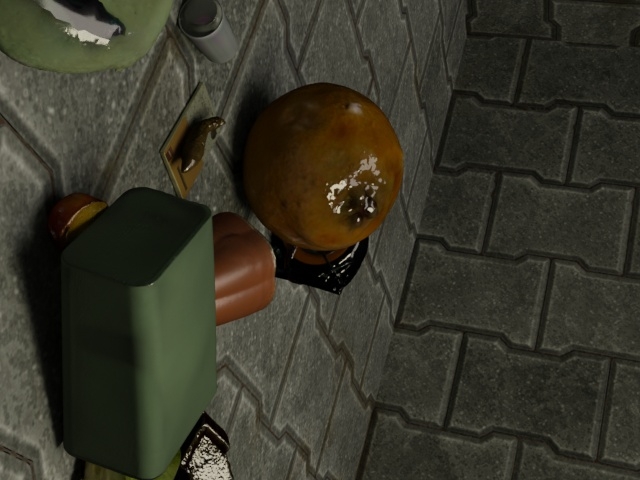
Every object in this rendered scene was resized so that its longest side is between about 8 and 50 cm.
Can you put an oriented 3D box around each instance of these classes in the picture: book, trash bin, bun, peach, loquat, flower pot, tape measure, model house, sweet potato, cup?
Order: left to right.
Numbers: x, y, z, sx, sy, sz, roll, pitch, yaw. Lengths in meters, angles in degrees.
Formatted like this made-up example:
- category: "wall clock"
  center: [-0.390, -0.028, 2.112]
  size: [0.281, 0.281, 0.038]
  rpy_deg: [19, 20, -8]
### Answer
- category: "bun"
  center: [-0.298, -0.309, 0.952]
  size: [0.293, 0.187, 0.293]
  rpy_deg: [16, 70, -50]
- category: "peach"
  center: [-0.324, -0.021, 1.190]
  size: [0.098, 0.061, 0.098]
  rpy_deg: [-51, 159, -29]
- category: "trash bin"
  center: [-0.242, 0.126, 1.256]
  size: [0.223, 0.158, 0.343]
  rpy_deg: [-57, 161, -52]
- category: "book"
  center: [-0.217, -0.168, 1.533]
  size: [0.118, 0.012, 0.172]
  rpy_deg: [75, 29, -49]
- category: "sweet potato"
  center: [-0.201, -0.164, 1.499]
  size: [0.041, 0.038, 0.153]
  rpy_deg: [59, 39, -31]
- category: "model house"
  center: [-0.221, 0.381, 1.672]
  size: [0.165, 0.106, 0.152]
  rpy_deg: [-151, -128, -71]
- category: "flower pot"
  center: [-0.192, 0.066, 1.478]
  size: [0.173, 0.190, 0.190]
  rpy_deg: [-31, 128, -53]
- category: "cup"
  center: [-0.182, -0.354, 1.480]
  size: [0.116, 0.074, 0.104]
  rpy_deg: [49, 24, -72]
- category: "tape measure"
  center: [0.000, 0.000, 1.978]
  size: [0.135, 0.202, 0.223]
  rpy_deg: [53, 53, -70]
- category: "loquat"
  center: [0.007, -0.140, 1.757]
  size: [0.328, 0.328, 0.328]
  rpy_deg: [9, 90, -72]

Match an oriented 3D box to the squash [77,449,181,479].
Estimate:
- category: "squash"
  center: [-0.280, 0.382, 1.430]
  size: [0.252, 0.093, 0.169]
  rpy_deg: [36, 54, -70]
